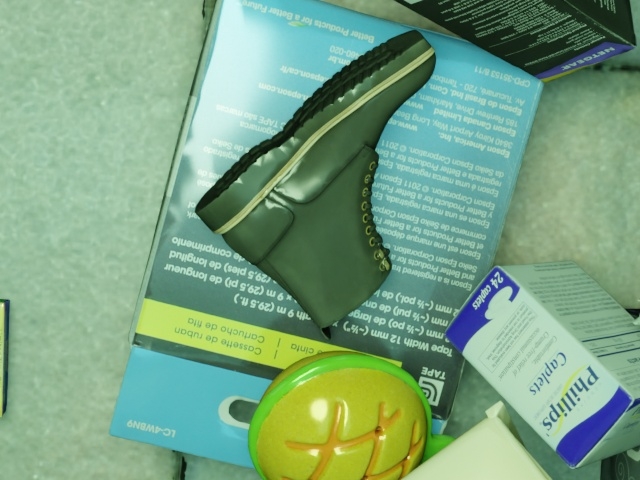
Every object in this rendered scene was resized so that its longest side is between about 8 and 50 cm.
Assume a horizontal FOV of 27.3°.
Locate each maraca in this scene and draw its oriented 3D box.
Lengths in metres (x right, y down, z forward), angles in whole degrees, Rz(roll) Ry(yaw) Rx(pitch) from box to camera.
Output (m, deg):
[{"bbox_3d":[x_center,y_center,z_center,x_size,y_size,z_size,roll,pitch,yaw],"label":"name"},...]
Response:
[{"bbox_3d":[0.026,0.145,0.930,0.127,0.099,0.185,-37,129,10],"label":"maraca"}]

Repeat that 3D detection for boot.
[{"bbox_3d":[0.030,-0.038,0.920,0.198,0.077,0.137,-39,105,12],"label":"boot"}]

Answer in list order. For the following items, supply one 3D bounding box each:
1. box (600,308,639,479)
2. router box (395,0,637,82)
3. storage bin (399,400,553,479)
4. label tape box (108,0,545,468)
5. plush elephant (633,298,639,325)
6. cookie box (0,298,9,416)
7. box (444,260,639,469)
[{"bbox_3d":[0.379,0.144,1.054,0.270,0.143,0.165,2,94,-8],"label":"box"},{"bbox_3d":[0.103,-0.290,0.894,0.243,0.081,0.308,18,62,-46],"label":"router box"},{"bbox_3d":[0.077,0.266,0.952,0.262,0.260,0.123,-37,65,-1],"label":"storage bin"},{"bbox_3d":[0.000,0.000,1.008,0.249,0.115,0.347,14,97,-8],"label":"label tape box"},{"bbox_3d":[0.380,-0.053,0.936,0.330,0.272,0.255,-1,105,-20],"label":"plush elephant"},{"bbox_3d":[-0.295,0.089,1.008,0.107,0.040,0.091,1,94,-9],"label":"cookie box"},{"bbox_3d":[0.181,0.085,0.946,0.137,0.126,0.072,47,116,26],"label":"box"}]
